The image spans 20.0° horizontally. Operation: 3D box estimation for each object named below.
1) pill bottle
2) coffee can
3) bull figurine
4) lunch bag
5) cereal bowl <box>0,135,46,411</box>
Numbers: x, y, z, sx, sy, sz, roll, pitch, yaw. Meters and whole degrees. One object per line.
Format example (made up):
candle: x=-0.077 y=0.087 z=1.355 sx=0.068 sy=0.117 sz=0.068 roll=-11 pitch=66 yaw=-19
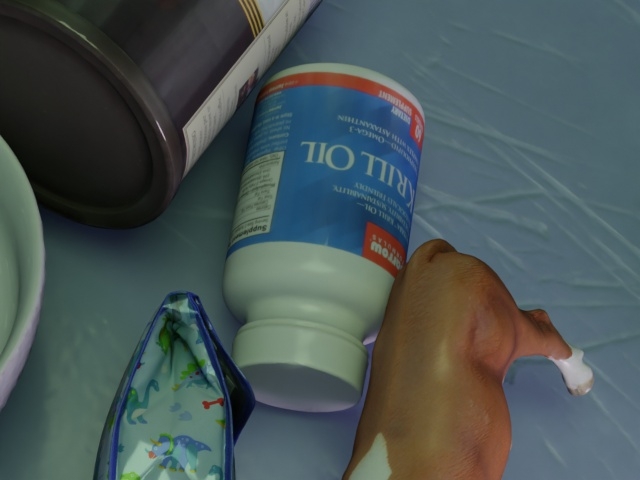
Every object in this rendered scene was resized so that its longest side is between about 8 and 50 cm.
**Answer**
pill bottle: x=0.000 y=0.000 z=1.249 sx=0.124 sy=0.124 sz=0.221 roll=10 pitch=65 yaw=-3
coffee can: x=-0.117 y=-0.173 z=1.247 sx=0.201 sy=0.201 sz=0.275 roll=30 pitch=56 yaw=6
bull figurine: x=0.074 y=0.157 z=1.156 sx=0.188 sy=0.101 sz=0.310 roll=36 pitch=63 yaw=-41
lunch bag: x=-0.098 y=0.124 z=1.175 sx=0.096 sy=0.129 sz=0.151 roll=4 pitch=63 yaw=-11
cereal bowl: x=-0.346 y=0.040 z=1.159 sx=0.339 sy=0.141 sz=0.339 roll=5 pitch=56 yaw=-7
